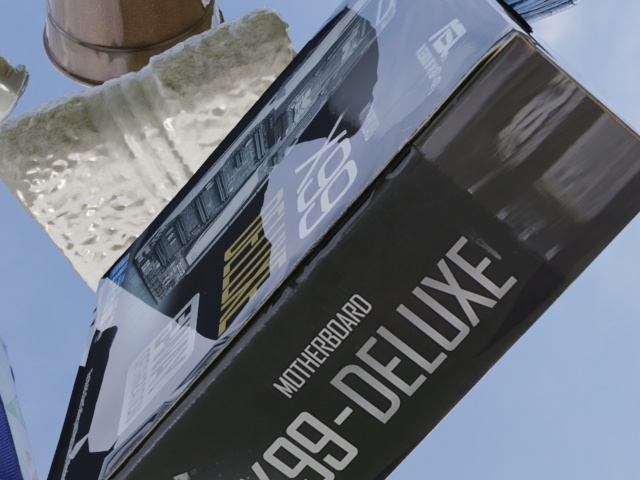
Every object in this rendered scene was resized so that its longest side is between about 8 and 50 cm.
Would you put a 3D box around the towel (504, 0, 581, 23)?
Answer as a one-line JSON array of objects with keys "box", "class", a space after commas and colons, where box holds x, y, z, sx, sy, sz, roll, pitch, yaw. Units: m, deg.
[{"box": [0.180, -0.199, 1.133, 0.029, 0.119, 0.067, 32, -123, -31], "class": "towel"}]

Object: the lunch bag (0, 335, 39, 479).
[{"box": [-0.327, 0.202, 0.978, 0.328, 0.239, 0.385, -15, -129, -7], "class": "lunch bag"}]

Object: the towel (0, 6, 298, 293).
[{"box": [-0.072, -0.030, 0.994, 0.282, 0.187, 0.049, 64, -178, -59], "class": "towel"}]

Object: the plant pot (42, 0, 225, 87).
[{"box": [-0.169, -0.245, 1.385, 0.167, 0.167, 0.165, -50, -26, -36], "class": "plant pot"}]

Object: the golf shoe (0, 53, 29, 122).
[{"box": [-0.195, -0.035, 0.687, 0.069, 0.176, 0.086, 34, -128, -39], "class": "golf shoe"}]

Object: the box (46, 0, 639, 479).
[{"box": [0.000, 0.000, 0.647, 0.076, 0.242, 0.307, 39, -168, -13], "class": "box"}]
